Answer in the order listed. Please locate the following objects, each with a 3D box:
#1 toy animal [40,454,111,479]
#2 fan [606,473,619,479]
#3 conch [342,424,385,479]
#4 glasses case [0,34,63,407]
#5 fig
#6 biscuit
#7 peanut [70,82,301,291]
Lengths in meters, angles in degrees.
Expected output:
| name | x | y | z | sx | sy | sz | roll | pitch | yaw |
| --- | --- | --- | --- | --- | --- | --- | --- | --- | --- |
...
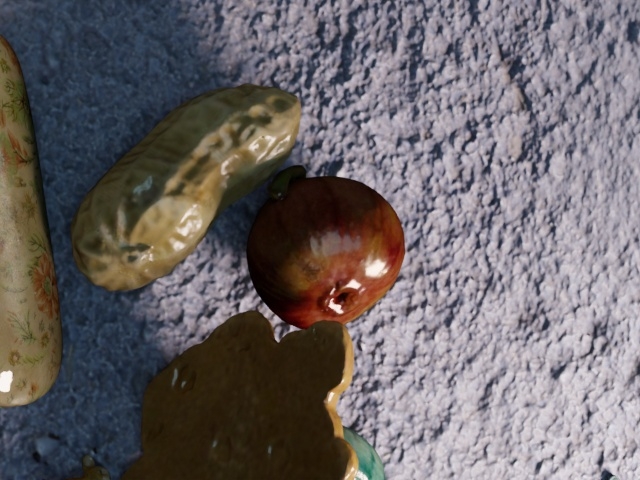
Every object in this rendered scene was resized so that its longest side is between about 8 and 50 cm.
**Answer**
| name | x | y | z | sx | sy | sz | roll | pitch | yaw |
| --- | --- | --- | --- | --- | --- | --- | --- | --- | --- |
| toy animal | -0.289 | 0.295 | 1.355 | 0.083 | 0.081 | 0.061 | -24 | 91 | -51 |
| fan | 0.356 | 0.405 | 1.562 | 0.038 | 0.016 | 0.193 | 34 | 83 | -13 |
| conch | -0.021 | 0.303 | 1.385 | 0.202 | 0.134 | 0.196 | -39 | 100 | -13 |
| glasses case | -0.370 | -0.025 | 1.261 | 0.098 | 0.156 | 0.426 | -6 | 94 | 19 |
| fig | 0.001 | 0.001 | 1.364 | 0.205 | 0.205 | 0.205 | -1 | 92 | -17 |
| biscuit | -0.094 | 0.234 | 1.319 | 0.376 | 0.051 | 0.269 | -46 | 62 | 13 |
| peanut | -0.155 | -0.071 | 1.326 | 0.325 | 0.153 | 0.140 | -40 | 107 | -5 |
